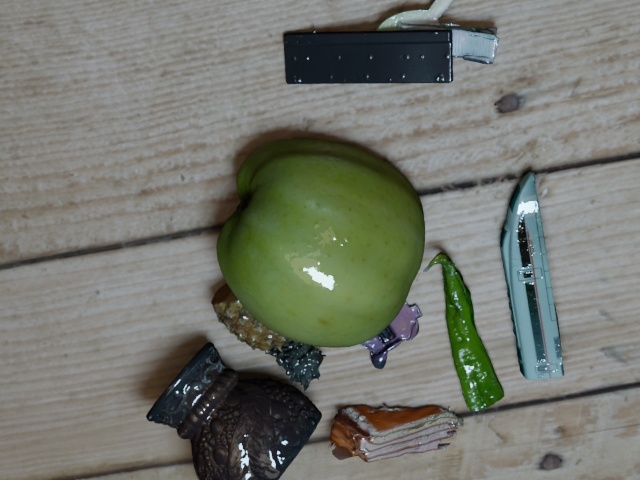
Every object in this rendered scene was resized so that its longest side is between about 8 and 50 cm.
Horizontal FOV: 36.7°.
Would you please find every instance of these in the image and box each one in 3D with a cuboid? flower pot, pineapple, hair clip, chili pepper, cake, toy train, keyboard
[{"bbox_3d":[-0.177,0.350,1.866,0.267,0.266,0.266,39,105,0],"label":"flower pot"},{"bbox_3d":[-0.082,0.182,1.860,0.158,0.158,0.278,-32,108,11],"label":"pineapple"},{"bbox_3d":[0.205,-0.368,1.711,0.219,0.071,0.158,5,106,5],"label":"hair clip"},{"bbox_3d":[0.276,0.175,1.886,0.085,0.076,0.359,-26,111,-11],"label":"chili pepper"},{"bbox_3d":[0.151,0.380,1.956,0.288,0.135,0.098,0,104,-19],"label":"cake"},{"bbox_3d":[0.397,0.068,1.845,0.088,0.086,0.406,-9,107,10],"label":"toy train"},{"bbox_3d":[0.081,-0.328,1.713,0.310,0.018,0.100,2,110,18],"label":"keyboard"},{"bbox_3d":[0.113,0.147,1.898,0.146,0.056,0.187,-36,112,11],"label":"hair clip"}]

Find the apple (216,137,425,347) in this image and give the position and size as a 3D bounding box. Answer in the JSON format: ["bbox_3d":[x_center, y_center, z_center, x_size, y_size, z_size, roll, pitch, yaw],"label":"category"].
[{"bbox_3d":[0.000,0.000,1.749,0.361,0.320,0.311,23,127,-14],"label":"apple"}]
